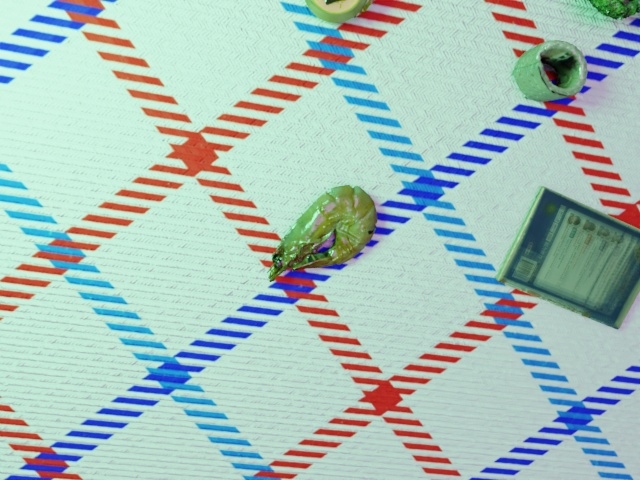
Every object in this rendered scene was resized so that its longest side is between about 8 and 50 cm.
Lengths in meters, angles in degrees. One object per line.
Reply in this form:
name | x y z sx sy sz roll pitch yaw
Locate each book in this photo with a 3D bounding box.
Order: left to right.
book | 0.572 0.043 1.035 0.322 0.018 0.228 22 99 -9

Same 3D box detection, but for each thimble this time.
thimble | 0.449 -0.328 0.919 0.115 0.090 0.102 18 98 -9

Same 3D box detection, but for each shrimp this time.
shrimp | 0.000 0.000 0.957 0.267 0.061 0.145 -39 111 0

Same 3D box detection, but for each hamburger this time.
hamburger | 0.037 -0.468 0.861 0.141 0.081 0.126 -30 100 13

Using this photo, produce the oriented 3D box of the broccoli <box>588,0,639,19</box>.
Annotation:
broccoli | 0.601 -0.532 0.836 0.261 0.242 0.269 12 129 -26
